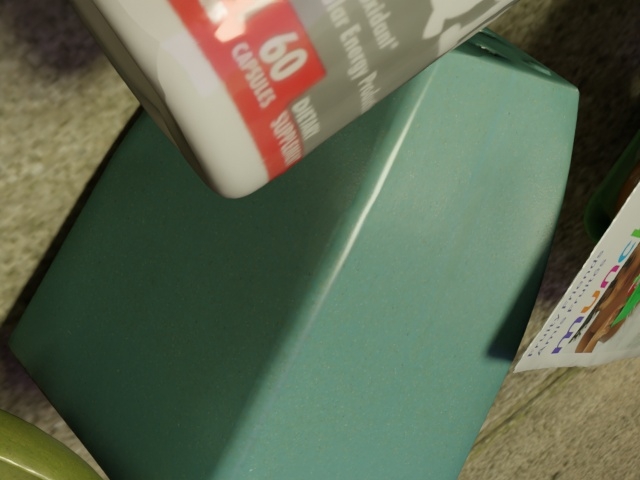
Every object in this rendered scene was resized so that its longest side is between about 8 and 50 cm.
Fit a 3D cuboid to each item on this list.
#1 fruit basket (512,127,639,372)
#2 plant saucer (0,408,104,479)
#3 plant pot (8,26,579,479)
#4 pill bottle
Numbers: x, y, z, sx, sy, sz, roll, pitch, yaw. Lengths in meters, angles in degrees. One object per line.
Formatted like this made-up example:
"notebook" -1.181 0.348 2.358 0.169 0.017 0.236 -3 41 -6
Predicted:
"fruit basket" 0.252 -0.056 0.746 0.327 0.165 0.353 -56 163 10
"plant saucer" -0.185 0.119 0.617 0.240 0.037 0.241 6 144 4
"plant pot" 0.000 0.000 0.651 0.165 0.165 0.234 7 116 -46
"pill bottle" 0.035 -0.157 0.503 0.283 0.161 0.161 -36 144 -5
